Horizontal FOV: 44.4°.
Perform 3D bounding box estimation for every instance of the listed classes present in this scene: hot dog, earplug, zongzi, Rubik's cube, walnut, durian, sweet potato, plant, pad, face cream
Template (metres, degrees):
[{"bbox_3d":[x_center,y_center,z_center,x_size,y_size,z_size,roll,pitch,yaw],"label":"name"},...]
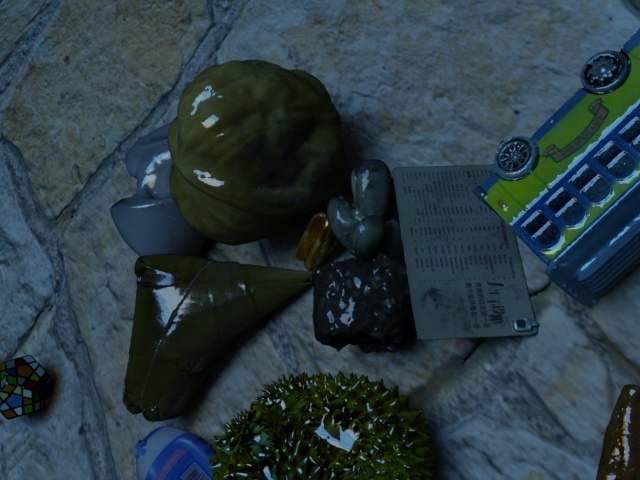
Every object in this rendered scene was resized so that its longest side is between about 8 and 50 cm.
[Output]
[{"bbox_3d":[0.000,0.000,1.223,0.056,0.041,0.133,51,141,19],"label":"hot dog"},{"bbox_3d":[-0.265,-0.110,1.438,0.214,0.175,0.326,-7,56,32],"label":"earplug"},{"bbox_3d":[-0.163,0.165,1.263,0.299,0.145,0.274,6,86,15],"label":"zongzi"},{"bbox_3d":[-0.589,0.286,1.528,0.133,0.133,0.112,-50,20,8],"label":"Rubik's cube"},{"bbox_3d":[-0.099,-0.138,1.221,0.282,0.276,0.253,-39,67,54],"label":"walnut"},{"bbox_3d":[0.002,0.303,1.000,0.291,0.225,0.291,-3,45,3],"label":"durian"},{"bbox_3d":[0.329,0.284,0.842,0.078,0.058,0.255,-39,35,57],"label":"sweet potato"},{"bbox_3d":[0.070,0.021,1.114,0.146,0.149,0.275,128,152,-61],"label":"plant"},{"bbox_3d":[0.190,0.007,1.054,0.159,0.009,0.265,-3,61,-5],"label":"pad"},{"bbox_3d":[-0.201,0.382,1.199,0.264,0.083,0.149,31,89,42],"label":"face cream"}]

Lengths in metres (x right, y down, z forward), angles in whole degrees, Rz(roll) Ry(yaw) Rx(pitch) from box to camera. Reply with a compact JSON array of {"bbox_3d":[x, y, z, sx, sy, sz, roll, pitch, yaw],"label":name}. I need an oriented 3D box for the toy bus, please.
[{"bbox_3d":[0.361,-0.096,0.938,0.312,0.152,0.190,-46,48,12],"label":"toy bus"}]
